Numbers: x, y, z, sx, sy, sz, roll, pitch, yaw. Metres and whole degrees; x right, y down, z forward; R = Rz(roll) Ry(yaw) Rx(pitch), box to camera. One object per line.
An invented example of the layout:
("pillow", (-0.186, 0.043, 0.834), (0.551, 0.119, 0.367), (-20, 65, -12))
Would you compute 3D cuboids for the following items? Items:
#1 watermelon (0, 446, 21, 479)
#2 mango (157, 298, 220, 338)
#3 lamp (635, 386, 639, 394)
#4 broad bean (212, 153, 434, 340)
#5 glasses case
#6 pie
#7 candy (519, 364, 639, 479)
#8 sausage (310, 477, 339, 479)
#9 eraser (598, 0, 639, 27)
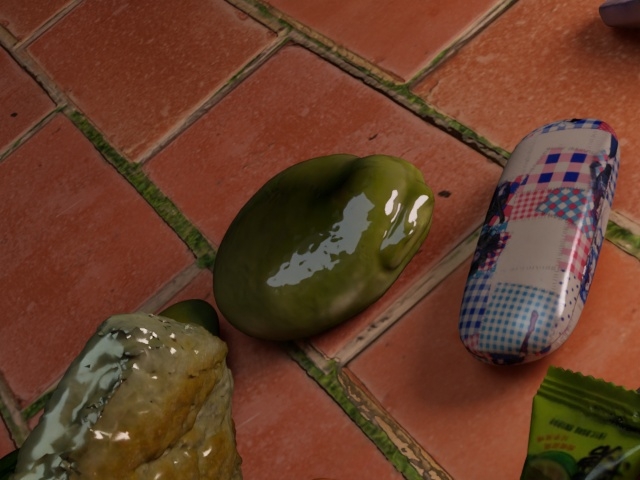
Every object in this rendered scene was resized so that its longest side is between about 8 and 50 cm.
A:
("watermelon", (-0.312, 0.296, 1.477), (0.232, 0.127, 0.204), (-26, 33, 5))
("mango", (-0.177, 0.162, 1.547), (0.137, 0.091, 0.237), (-23, 31, 9))
("lamp", (0.343, 0.130, 1.133), (0.250, 0.101, 0.101), (-36, 33, 25))
("broad bean", (0.001, 0.000, 1.554), (0.291, 0.119, 0.238), (-31, 45, 12))
("glasses case", (0.234, -0.006, 1.398), (0.125, 0.076, 0.327), (-9, 44, 36))
("pie", (-0.187, 0.277, 1.143), (0.180, 0.418, 0.395), (14, 54, 15))
("candy", (0.213, 0.236, 1.140), (0.149, 0.069, 0.246), (10, 82, 49))
("sausage", (-0.018, 0.339, 1.159), (0.153, 0.141, 0.268), (8, 54, 28))
("eraser", (0.435, -0.290, 1.549), (0.243, 0.059, 0.204), (-14, 17, 49))
